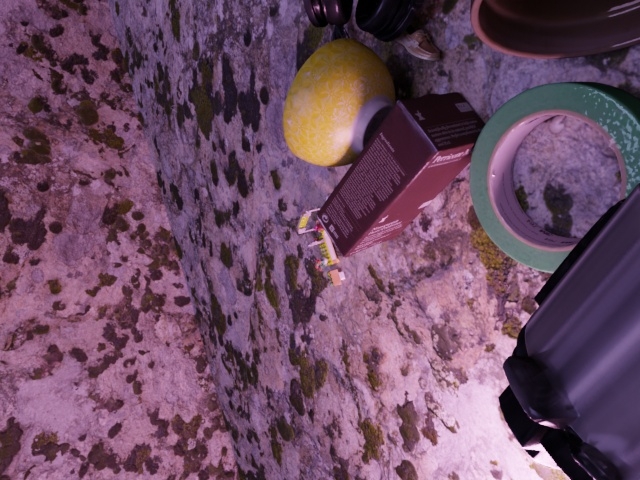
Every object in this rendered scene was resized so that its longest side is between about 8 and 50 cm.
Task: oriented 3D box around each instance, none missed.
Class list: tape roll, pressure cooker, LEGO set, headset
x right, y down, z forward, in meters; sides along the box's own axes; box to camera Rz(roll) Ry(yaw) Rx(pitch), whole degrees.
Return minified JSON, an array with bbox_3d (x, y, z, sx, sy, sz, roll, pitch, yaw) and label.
[{"bbox_3d":[0.412,-0.105,0.843,0.321,0.077,0.321,25,121,48],"label":"tape roll"},{"bbox_3d":[0.449,0.160,0.602,0.370,0.375,0.420,35,124,19],"label":"pressure cooker"},{"bbox_3d":[0.000,0.000,1.415,0.132,0.107,0.287,30,125,45],"label":"LEGO set"},{"bbox_3d":[0.077,-0.522,1.012,0.394,0.243,0.185,143,135,-78],"label":"headset"}]

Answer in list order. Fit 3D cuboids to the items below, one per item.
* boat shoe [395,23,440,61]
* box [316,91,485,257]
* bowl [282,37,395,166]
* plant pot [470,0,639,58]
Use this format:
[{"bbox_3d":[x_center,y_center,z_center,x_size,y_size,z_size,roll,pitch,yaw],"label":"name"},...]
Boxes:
[{"bbox_3d":[0.204,-0.422,1.033,0.135,0.050,0.045,49,142,32],"label":"boat shoe"},{"bbox_3d":[0.167,-0.132,1.068,0.143,0.191,0.381,57,142,18],"label":"box"},{"bbox_3d":[0.076,-0.272,1.071,0.156,0.289,0.289,37,130,31],"label":"bowl"},{"bbox_3d":[0.359,-0.442,0.634,0.323,0.323,0.280,-7,81,54],"label":"plant pot"}]
